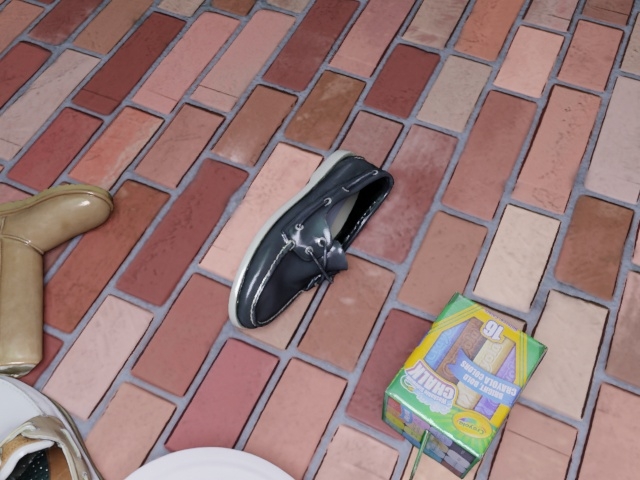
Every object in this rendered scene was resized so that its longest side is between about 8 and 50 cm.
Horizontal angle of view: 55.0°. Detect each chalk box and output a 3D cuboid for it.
[{"bbox_3d":[0.161,0.200,0.770,0.132,0.132,0.213,34,65,20],"label":"chalk box"}]

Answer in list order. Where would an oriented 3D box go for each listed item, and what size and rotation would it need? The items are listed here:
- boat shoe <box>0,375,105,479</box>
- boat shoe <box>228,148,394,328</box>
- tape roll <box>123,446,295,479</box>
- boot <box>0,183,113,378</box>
[{"bbox_3d":[-0.356,0.270,0.769,0.302,0.103,0.113,36,67,21],"label":"boat shoe"},{"bbox_3d":[0.001,0.002,0.899,0.113,0.127,0.340,20,52,27],"label":"boat shoe"},{"bbox_3d":[-0.113,0.361,0.626,0.286,0.100,0.286,19,35,-14],"label":"tape roll"},{"bbox_3d":[-0.420,0.062,0.911,0.236,0.089,0.269,-15,59,6],"label":"boot"}]
